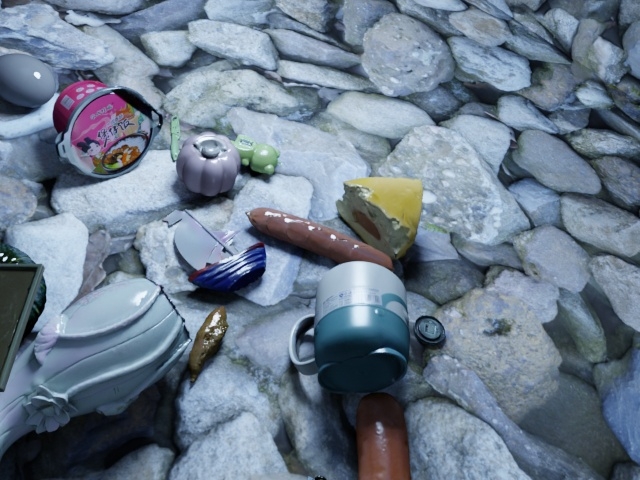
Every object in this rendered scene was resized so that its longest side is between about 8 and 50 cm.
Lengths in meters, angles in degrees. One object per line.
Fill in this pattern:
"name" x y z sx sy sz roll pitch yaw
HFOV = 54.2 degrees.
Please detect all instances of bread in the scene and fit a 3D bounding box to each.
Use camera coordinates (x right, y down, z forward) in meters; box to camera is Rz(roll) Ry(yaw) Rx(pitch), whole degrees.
"bread" 0.158 -0.050 1.715 0.224 0.183 0.211 8 54 -7

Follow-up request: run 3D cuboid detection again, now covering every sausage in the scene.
"sausage" 0.132 0.444 1.322 0.114 0.113 0.259 9 47 -8
"sausage" 0.000 0.000 1.688 0.433 0.088 0.088 22 48 2

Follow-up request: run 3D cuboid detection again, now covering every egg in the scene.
"egg" -0.856 -0.460 1.791 0.199 0.146 0.146 23 47 13

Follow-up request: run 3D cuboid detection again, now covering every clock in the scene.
"clock" 0.279 0.231 1.610 0.085 0.017 0.085 8 49 -9

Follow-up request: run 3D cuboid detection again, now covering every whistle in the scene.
"whistle" -0.222 -0.257 1.842 0.227 0.085 0.105 17 47 -3

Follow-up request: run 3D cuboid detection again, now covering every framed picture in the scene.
"framed picture" -0.639 0.152 1.152 0.192 0.018 0.265 2 52 -1

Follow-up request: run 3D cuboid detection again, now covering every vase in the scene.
"vase" -0.494 0.256 1.232 0.445 0.250 0.250 -33 65 -31

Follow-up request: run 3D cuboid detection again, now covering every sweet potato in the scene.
"sweet potato" -0.257 0.230 1.430 0.068 0.060 0.206 1 52 30

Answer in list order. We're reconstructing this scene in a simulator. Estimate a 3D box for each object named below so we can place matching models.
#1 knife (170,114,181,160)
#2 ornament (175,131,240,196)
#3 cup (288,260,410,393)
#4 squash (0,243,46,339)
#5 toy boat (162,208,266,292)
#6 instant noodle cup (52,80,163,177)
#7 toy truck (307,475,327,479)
"knife" -0.433 -0.309 1.873 0.030 0.014 0.207 0 50 -14
"ornament" -0.308 -0.217 1.729 0.178 0.177 0.177 8 48 -9
"cup" 0.063 0.211 1.433 0.290 0.219 0.257 -17 36 17
"squash" -0.712 0.117 1.312 0.252 0.165 0.252 16 48 -19
"toy boat" -0.292 0.025 1.593 0.318 0.072 0.219 24 45 10
"instant noodle cup" -0.606 -0.322 1.697 0.302 0.258 0.181 -17 42 -43
"toy truck" 0.016 0.521 1.252 0.111 0.076 0.077 23 72 7
